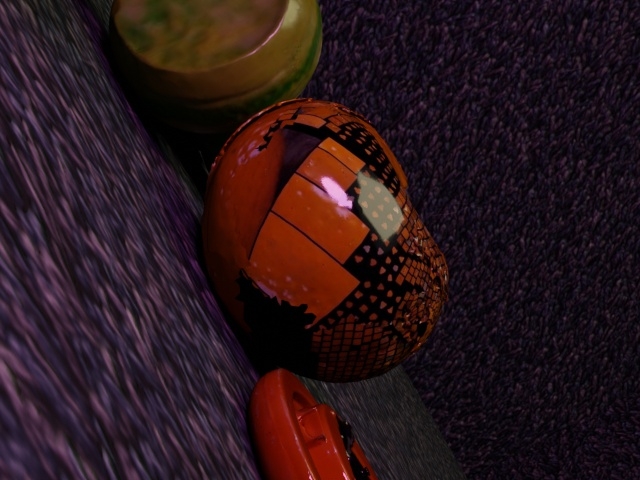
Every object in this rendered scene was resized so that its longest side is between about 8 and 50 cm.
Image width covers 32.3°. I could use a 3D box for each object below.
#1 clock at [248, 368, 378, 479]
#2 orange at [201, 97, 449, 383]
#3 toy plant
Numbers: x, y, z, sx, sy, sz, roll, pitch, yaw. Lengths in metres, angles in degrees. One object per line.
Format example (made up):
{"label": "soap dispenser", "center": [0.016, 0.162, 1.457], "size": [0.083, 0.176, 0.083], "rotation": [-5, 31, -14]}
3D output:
{"label": "clock", "center": [0.015, 0.179, 0.748], "size": [0.205, 0.051, 0.205], "rotation": [61, 5, -8]}
{"label": "orange", "center": [0.000, 0.000, 0.890], "size": [0.234, 0.182, 0.234], "rotation": [-17, 90, -88]}
{"label": "toy plant", "center": [-0.073, -0.131, 1.059], "size": [0.224, 0.184, 0.316], "rotation": [39, -16, 23]}
